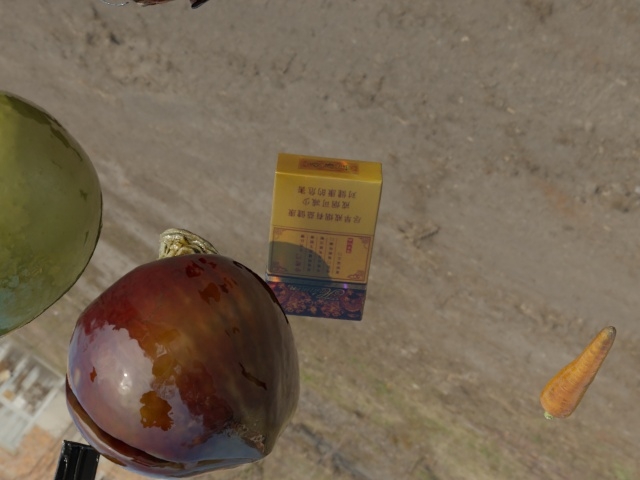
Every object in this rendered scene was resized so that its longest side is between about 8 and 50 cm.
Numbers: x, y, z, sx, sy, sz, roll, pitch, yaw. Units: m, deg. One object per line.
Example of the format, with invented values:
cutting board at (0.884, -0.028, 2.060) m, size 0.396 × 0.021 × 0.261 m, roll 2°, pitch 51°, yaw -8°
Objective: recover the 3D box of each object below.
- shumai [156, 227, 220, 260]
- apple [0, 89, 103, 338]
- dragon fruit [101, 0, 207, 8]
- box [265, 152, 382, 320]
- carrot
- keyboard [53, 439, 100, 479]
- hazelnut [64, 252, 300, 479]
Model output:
shumai at (-0.300, 0.047, 1.765) m, size 0.145 × 0.116 × 0.146 m, roll 17°, pitch 140°, yaw 15°
apple at (-0.263, -0.016, 0.615) m, size 0.200 × 0.200 × 0.200 m, roll 30°, pitch 158°, yaw 13°
dragon fruit at (-0.178, -0.322, 0.777) m, size 0.193 × 0.274 × 0.192 m, roll 57°, pitch 135°, yaw 32°
box at (0.000, 0.001, 2.052) m, size 0.264 × 0.116 × 0.416 m, roll 4°, pitch 122°, yaw -2°
carrot at (0.414, 0.207, 1.321) m, size 0.061 × 0.061 × 0.257 m, roll 30°, pitch 137°, yaw 14°
keyboard at (-0.483, 0.515, 1.586) m, size 0.087 × 0.251 × 0.017 m, roll 22°, pitch 151°, yaw -29°
hazelnut at (-0.232, 0.208, 1.472) m, size 0.402 × 0.403 × 0.429 m, roll 20°, pitch -164°, yaw 35°
